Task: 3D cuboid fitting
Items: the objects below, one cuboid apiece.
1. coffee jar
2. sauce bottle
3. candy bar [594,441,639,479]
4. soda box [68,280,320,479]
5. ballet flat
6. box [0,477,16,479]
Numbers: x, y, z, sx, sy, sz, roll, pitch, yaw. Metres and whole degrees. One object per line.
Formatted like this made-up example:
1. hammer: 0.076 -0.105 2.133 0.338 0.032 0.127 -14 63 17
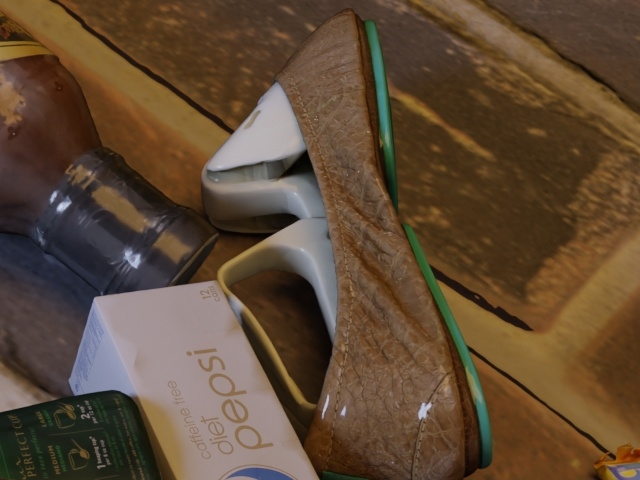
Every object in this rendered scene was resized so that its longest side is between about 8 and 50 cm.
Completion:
1. coffee jar: -0.168 0.126 0.864 0.184 0.079 0.096 -4 56 -26
2. sauce bottle: -0.208 -0.083 1.025 0.344 0.111 0.111 39 44 1
3. candy bar: 0.201 0.175 1.016 0.040 0.018 0.161 -11 53 -32
4. soda box: -0.049 0.123 0.925 0.074 0.069 0.216 -8 51 -29
5. ballet flat: 0.000 0.000 1.059 0.124 0.116 0.342 -9 53 -5
6. box: -0.179 0.214 0.719 0.322 0.079 0.257 12 61 -12
